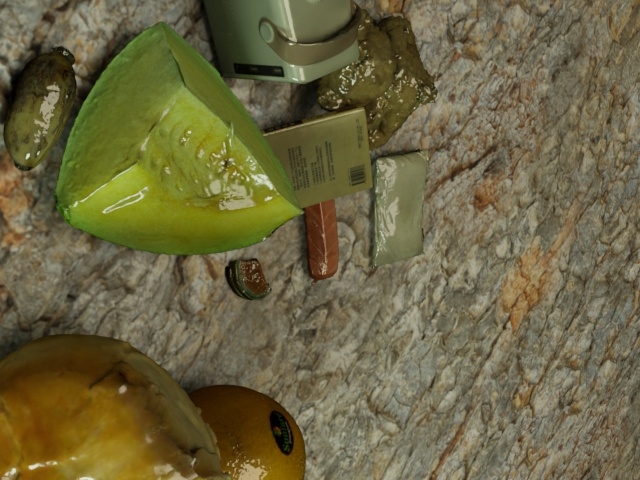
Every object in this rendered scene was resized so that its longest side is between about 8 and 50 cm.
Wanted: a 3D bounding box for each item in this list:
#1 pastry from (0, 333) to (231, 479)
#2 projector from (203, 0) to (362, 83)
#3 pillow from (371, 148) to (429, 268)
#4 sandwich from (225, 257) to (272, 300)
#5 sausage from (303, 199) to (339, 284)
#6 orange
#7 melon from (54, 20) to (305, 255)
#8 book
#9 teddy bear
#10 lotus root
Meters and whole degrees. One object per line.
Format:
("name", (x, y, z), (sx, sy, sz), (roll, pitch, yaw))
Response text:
("pastry", (-0.325, 0.327, 1.268), (0.409, 0.245, 0.410), (0, 83, -2))
("projector", (-0.057, -0.350, 1.444), (0.163, 0.242, 0.177), (-31, 120, -33))
("pillow", (0.161, -0.065, 1.853), (0.148, 0.050, 0.230), (-10, 106, -35))
("sandwich", (-0.125, 0.068, 1.620), (0.069, 0.026, 0.101), (-44, 125, -27))
("sausage", (0.001, 0.000, 1.702), (0.065, 0.065, 0.169), (-17, 109, -41))
("orange", (-0.154, 0.365, 1.496), (0.274, 0.274, 0.274), (-12, 107, -42))
("melon", (-0.188, -0.109, 1.400), (0.343, 0.226, 0.331), (46, 56, -53))
("book", (-0.024, -0.132, 1.596), (0.230, 0.026, 0.161), (-17, 122, -16))
("teddy bear", (0.088, -0.299, 1.658), (0.256, 0.156, 0.267), (13, 92, -43))
("lotus root", (-0.388, -0.183, 1.272), (0.080, 0.089, 0.179), (21, 85, -7))
